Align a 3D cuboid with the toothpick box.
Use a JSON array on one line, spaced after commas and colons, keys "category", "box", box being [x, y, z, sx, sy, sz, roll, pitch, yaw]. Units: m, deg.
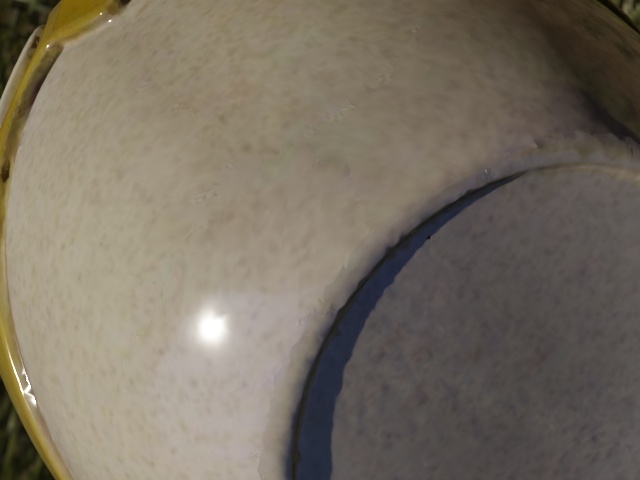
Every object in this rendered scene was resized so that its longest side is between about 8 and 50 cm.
[{"category": "toothpick box", "box": [0.000, 0.000, 0.997, 0.409, 0.409, 0.425, 32, -176, -35]}]
